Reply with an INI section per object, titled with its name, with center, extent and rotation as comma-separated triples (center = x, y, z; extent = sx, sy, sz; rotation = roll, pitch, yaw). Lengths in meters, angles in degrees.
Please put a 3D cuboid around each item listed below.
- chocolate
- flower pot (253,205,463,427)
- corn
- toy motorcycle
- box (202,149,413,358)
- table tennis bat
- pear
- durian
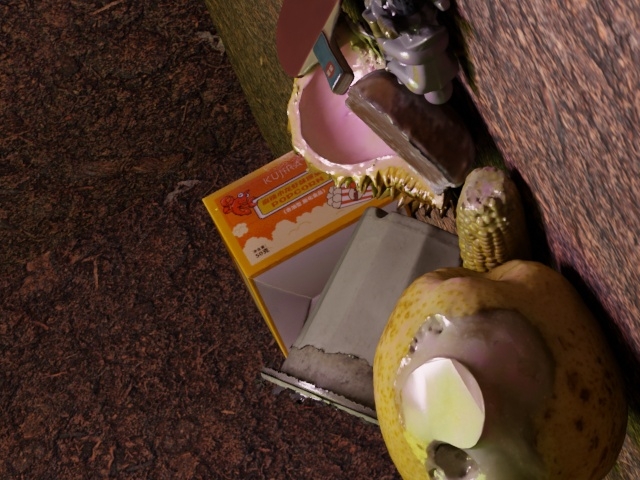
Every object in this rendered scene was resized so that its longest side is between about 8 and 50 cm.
[chocolate]
center = 0.110, -0.133, 1.779
extent = 0.157, 0.080, 0.254
rotation = 46, 179, -1
[flower pot]
center = 0.094, 0.107, 1.968
extent = 0.290, 0.259, 0.290
rotation = 23, 177, 1
[corn]
center = 0.193, 0.016, 1.749
extent = 0.086, 0.086, 0.288
rotation = 59, 174, 33
[toy motorcycle]
center = 0.089, -0.206, 1.608
extent = 0.152, 0.073, 0.225
rotation = 60, 177, -1
[box]
center = 0.000, 0.000, 2.614
extent = 0.214, 0.283, 0.259
rotation = 56, 173, 41
[table tennis bat]
center = -0.004, -0.260, 1.998
extent = 0.021, 0.154, 0.274
rotation = 16, -151, -25
[pear]
center = 0.178, 0.149, 1.641
extent = 0.271, 0.271, 0.271
rotation = 61, 176, 7
[durian]
center = 0.091, -0.122, 2.038
extent = 0.305, 0.185, 0.195
rotation = 52, -164, 25
